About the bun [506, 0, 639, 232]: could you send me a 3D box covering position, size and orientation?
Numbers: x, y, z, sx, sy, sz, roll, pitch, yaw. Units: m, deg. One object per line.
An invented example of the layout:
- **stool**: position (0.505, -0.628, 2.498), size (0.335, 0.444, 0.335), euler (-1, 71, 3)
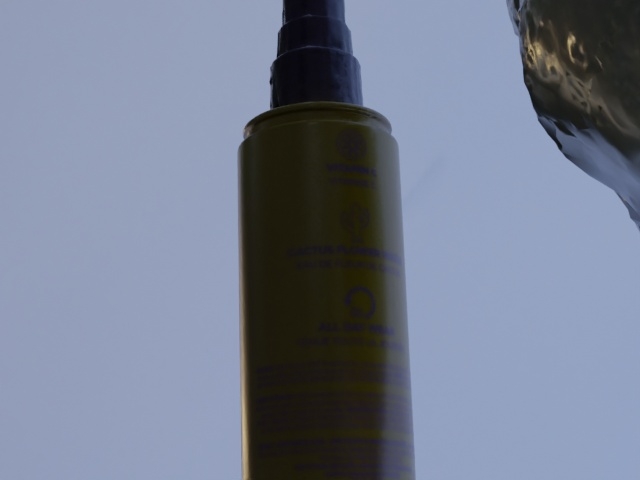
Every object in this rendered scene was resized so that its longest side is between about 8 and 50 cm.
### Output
- **bun**: position (0.186, -0.053, 0.472), size (0.168, 0.273, 0.273), euler (-62, -142, 14)

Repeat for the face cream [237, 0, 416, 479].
- **face cream**: position (0.000, 0.000, 0.588), size (0.078, 0.078, 0.273), euler (-21, -115, 48)
